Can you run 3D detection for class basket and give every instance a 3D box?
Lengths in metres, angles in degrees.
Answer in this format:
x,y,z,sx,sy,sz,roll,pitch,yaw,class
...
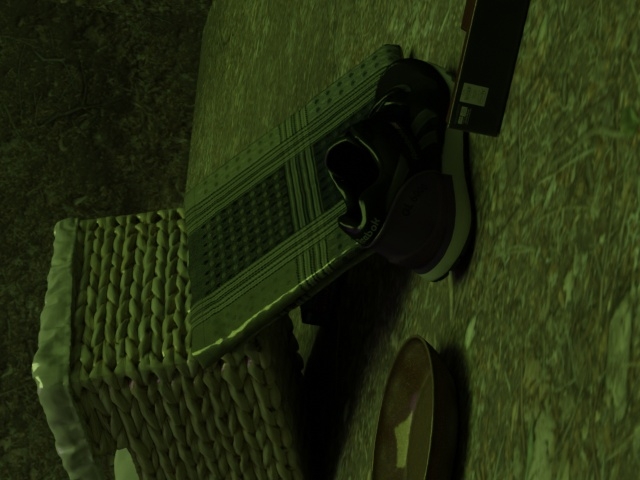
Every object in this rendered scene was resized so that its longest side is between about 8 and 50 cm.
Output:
x,y,z,sx,sy,sz,roll,pitch,yaw,class
-0.166,0.168,1.915,0.331,0.266,0.328,-95,-7,-55,basket

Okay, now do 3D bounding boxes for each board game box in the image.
x,y,z,sx,sy,sz,roll,pitch,yaw,class
0.000,0.000,2.055,0.201,0.035,0.136,-101,23,-60,board game box

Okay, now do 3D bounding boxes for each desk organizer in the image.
x,y,z,sx,sy,sz,roll,pitch,yaw,class
0.145,-0.163,1.426,0.050,0.047,0.130,-113,34,-74,desk organizer

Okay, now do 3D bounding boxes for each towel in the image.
x,y,z,sx,sy,sz,roll,pitch,yaw,class
-0.017,-0.037,1.744,0.324,0.056,0.312,-34,35,19,towel

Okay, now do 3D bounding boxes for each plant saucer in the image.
x,y,z,sx,sy,sz,roll,pitch,yaw,class
0.088,0.186,1.453,0.198,0.036,0.199,-170,90,-78,plant saucer

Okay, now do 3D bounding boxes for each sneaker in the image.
x,y,z,sx,sy,sz,roll,pitch,yaw,class
0.066,-0.095,1.521,0.107,0.124,0.283,-53,27,33,sneaker
